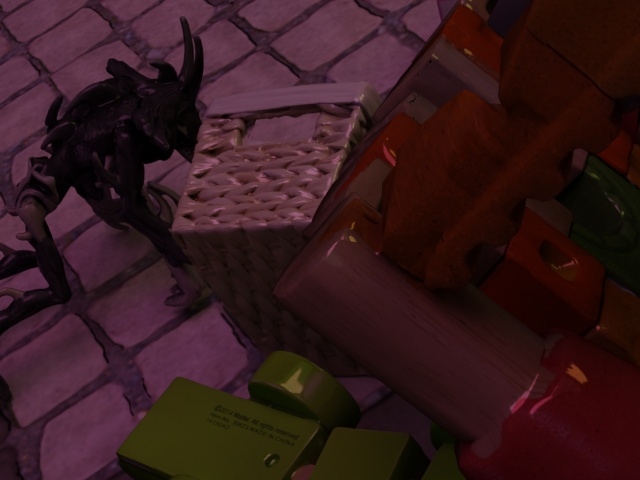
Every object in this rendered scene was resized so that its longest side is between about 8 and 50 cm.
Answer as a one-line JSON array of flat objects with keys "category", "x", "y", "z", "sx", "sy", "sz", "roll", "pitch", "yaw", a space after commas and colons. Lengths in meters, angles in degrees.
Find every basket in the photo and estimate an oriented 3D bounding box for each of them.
[{"category": "basket", "x": 0.000, "y": 0.000, "z": 0.778, "sx": 0.113, "sy": 0.167, "sz": 0.103, "roll": -4, "pitch": 51, "yaw": 28}]

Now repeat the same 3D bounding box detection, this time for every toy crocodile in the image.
[{"category": "toy crocodile", "x": 0.021, "y": 0.139, "z": 0.673, "sx": 0.341, "sy": 0.105, "sz": 0.115, "roll": 6, "pitch": 50, "yaw": 41}]

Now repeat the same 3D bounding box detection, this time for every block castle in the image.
[{"category": "block castle", "x": 0.185, "y": -0.084, "z": 0.611, "sx": 0.303, "sy": 0.213, "sz": 0.453, "roll": -49, "pitch": 6, "yaw": 33}]

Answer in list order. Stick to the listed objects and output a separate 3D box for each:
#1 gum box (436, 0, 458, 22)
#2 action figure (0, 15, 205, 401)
[{"category": "gum box", "x": 0.179, "y": -0.190, "z": 0.934, "sx": 0.188, "sy": 0.062, "sz": 0.107, "roll": -2, "pitch": 26, "yaw": 28}, {"category": "action figure", "x": -0.157, "y": -0.023, "z": 0.915, "sx": 0.276, "sy": 0.141, "sz": 0.164, "roll": -44, "pitch": 37, "yaw": 6}]
